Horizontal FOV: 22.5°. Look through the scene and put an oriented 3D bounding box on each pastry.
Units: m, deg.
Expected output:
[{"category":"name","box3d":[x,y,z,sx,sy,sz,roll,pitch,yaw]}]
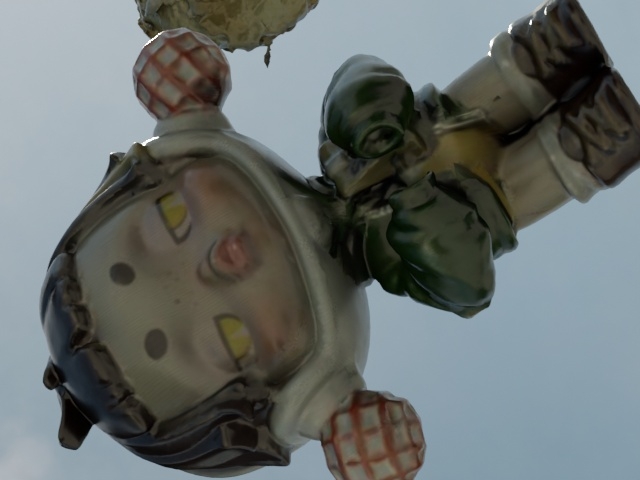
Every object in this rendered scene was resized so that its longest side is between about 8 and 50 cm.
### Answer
[{"category":"pastry","box3d":[-0.073,-0.204,1.264,0.081,0.153,0.153,70,-153,-45]}]

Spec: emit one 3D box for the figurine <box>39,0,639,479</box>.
[{"category":"figurine","box3d":[0.000,0.000,0.878,0.281,0.370,0.167,61,-170,14]}]
